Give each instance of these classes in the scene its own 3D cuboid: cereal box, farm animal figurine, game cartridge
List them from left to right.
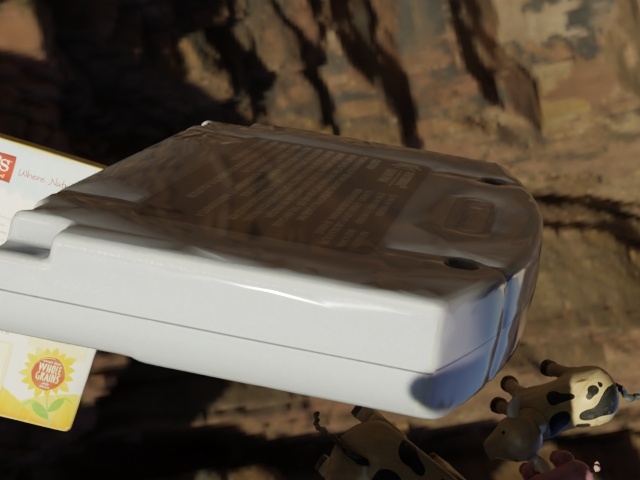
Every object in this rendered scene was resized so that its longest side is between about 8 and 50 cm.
[{"bbox_3d":[-0.269,0.034,1.144,0.173,0.240,0.047,18,-176,-17],"label":"cereal box"},{"bbox_3d":[0.000,0.000,0.590,0.198,0.062,0.297,14,-165,9],"label":"game cartridge"},{"bbox_3d":[0.144,0.254,1.283,0.327,0.330,0.172,19,-179,-16],"label":"farm animal figurine"}]
